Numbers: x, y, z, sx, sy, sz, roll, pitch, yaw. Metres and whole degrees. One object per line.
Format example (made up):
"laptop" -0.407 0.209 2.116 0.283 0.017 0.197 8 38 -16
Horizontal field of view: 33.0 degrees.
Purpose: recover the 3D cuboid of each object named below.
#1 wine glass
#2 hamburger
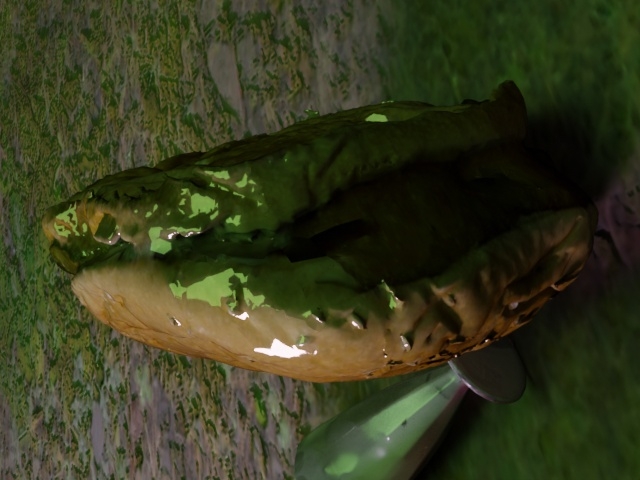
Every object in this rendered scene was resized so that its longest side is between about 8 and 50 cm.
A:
"wine glass" 0.052 0.113 0.664 0.155 0.073 0.073 -48 50 37
"hamburger" 0.001 -0.001 0.598 0.285 0.265 0.134 -3 107 57
